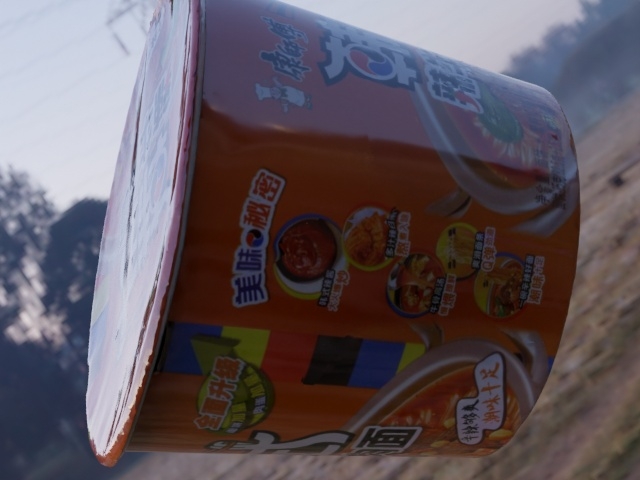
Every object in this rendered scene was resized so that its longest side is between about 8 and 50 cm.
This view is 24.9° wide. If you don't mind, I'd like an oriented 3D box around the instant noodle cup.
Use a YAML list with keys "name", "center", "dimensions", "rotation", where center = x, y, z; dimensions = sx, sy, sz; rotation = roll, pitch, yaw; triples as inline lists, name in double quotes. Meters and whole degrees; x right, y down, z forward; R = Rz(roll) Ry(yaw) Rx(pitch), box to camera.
- name: "instant noodle cup"
  center: [0.000, 0.000, 0.724]
  dimensions: [0.192, 0.250, 0.250]
  rotation: [10, -16, -15]
